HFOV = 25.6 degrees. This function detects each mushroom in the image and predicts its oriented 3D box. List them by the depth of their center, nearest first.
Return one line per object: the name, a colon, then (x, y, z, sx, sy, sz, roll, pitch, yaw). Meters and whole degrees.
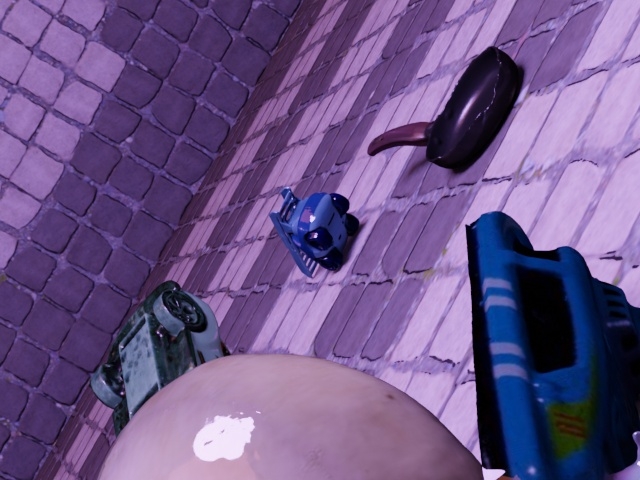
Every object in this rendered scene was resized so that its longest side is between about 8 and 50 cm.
mushroom: (0.004, 0.169, 0.684, 0.246, 0.202, 0.246, 15, 109, 50)

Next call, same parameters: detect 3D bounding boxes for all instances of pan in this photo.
pan: (0.108, -0.101, 1.261, 0.212, 0.040, 0.115, -24, 37, 59)

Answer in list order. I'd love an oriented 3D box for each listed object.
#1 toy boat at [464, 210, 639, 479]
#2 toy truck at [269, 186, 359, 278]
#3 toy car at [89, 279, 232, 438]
toy boat: (0.126, 0.075, 0.655, 0.092, 0.134, 0.299, -17, 23, 12)
toy truck: (0.000, 0.000, 1.443, 0.063, 0.074, 0.136, -63, -29, -25)
toy car: (-0.132, 0.180, 1.384, 0.136, 0.125, 0.306, -49, 37, 24)
